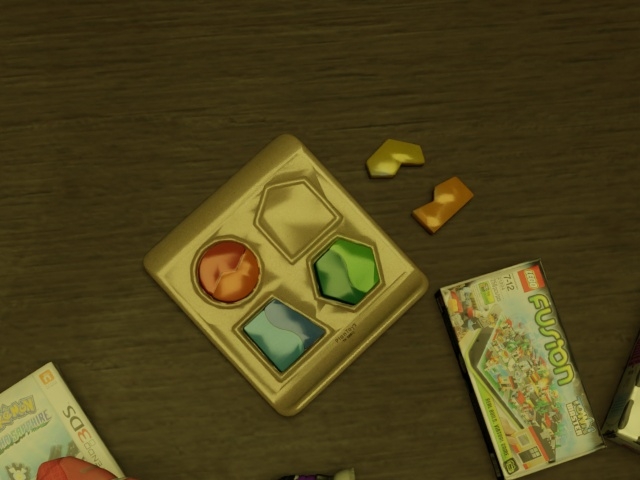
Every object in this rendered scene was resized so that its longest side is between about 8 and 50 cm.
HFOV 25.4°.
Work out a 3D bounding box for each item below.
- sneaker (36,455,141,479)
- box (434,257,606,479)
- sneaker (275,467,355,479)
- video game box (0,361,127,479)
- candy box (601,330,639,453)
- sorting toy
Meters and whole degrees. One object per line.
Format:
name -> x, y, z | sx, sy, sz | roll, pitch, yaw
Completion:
sneaker -> -0.260, 0.348, 1.325 | 0.136, 0.116, 0.314 | 25, 90, 29
box -> 0.205, 0.133, 1.461 | 0.114, 0.036, 0.207 | -18, 81, -8
sneaker -> -0.027, 0.372, 1.373 | 0.146, 0.102, 0.293 | -2, 75, -1
video game box -> -0.300, 0.251, 1.397 | 0.205, 0.048, 0.187 | -34, 82, -10
candy box -> 0.407, 0.125, 1.460 | 0.159, 0.071, 0.233 | 25, 78, 0
sorting toy -> 0.000, 0.000, 1.469 | 0.307, 0.041, 0.229 | -43, 85, -10
